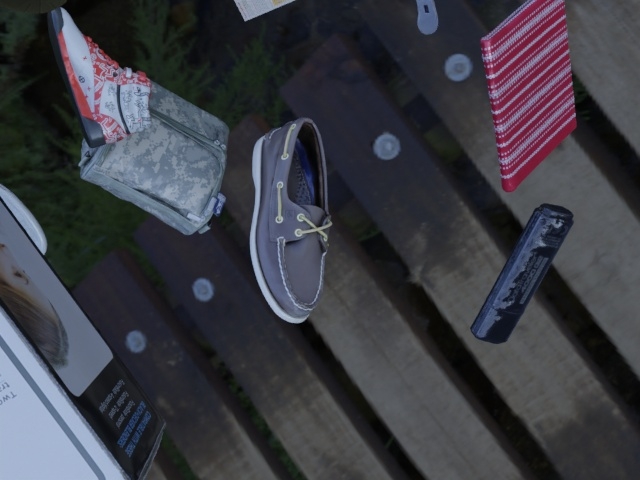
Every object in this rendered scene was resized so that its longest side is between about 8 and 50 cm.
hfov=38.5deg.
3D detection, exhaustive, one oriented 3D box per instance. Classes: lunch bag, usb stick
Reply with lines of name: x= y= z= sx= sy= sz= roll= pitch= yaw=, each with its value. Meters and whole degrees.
lunch bag: x=-0.355 y=-0.170 z=1.966 sx=0.212 sy=0.305 sz=0.256 roll=-39 pitch=34 yaw=38
usb stick: x=0.341 y=0.062 z=1.560 sx=0.045 sy=0.077 sz=0.278 roll=-109 pitch=36 yaw=-56

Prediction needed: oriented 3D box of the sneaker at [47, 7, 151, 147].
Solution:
sneaker: x=-0.409 y=-0.321 z=1.725 sx=0.090 sy=0.145 sz=0.270 roll=12 pitch=120 yaw=67

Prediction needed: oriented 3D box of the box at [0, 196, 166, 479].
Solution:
box: x=-0.213 y=0.016 z=0.350 sx=0.169 sy=0.087 sz=0.290 roll=-36 pitch=95 yaw=1

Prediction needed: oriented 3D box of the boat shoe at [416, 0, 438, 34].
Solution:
boat shoe: x=0.177 y=-0.388 z=1.523 sx=0.035 sy=0.100 sz=0.035 roll=-1 pitch=57 yaw=16

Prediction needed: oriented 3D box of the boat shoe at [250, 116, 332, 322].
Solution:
boat shoe: x=-0.036 y=-0.037 z=1.405 sx=0.097 sy=0.117 sz=0.324 roll=-29 pitch=55 yaw=41

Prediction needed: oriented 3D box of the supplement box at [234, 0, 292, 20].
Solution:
supplement box: x=-0.062 y=-0.315 z=1.110 sx=0.098 sy=0.062 sz=0.036 roll=-21 pitch=59 yaw=5

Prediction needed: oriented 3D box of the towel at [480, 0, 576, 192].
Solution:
towel: x=0.318 y=-0.230 z=1.392 sx=0.031 sy=0.199 sz=0.275 roll=21 pitch=142 yaw=40

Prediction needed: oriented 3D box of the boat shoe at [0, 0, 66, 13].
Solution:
boat shoe: x=-0.384 y=-0.319 z=1.034 sx=0.080 sy=0.223 sz=0.073 roll=-24 pitch=75 yaw=28

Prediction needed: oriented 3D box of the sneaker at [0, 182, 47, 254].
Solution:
sneaker: x=-0.558 y=-0.088 z=1.521 sx=0.296 sy=0.147 sz=0.104 roll=40 pitch=106 yaw=-8
